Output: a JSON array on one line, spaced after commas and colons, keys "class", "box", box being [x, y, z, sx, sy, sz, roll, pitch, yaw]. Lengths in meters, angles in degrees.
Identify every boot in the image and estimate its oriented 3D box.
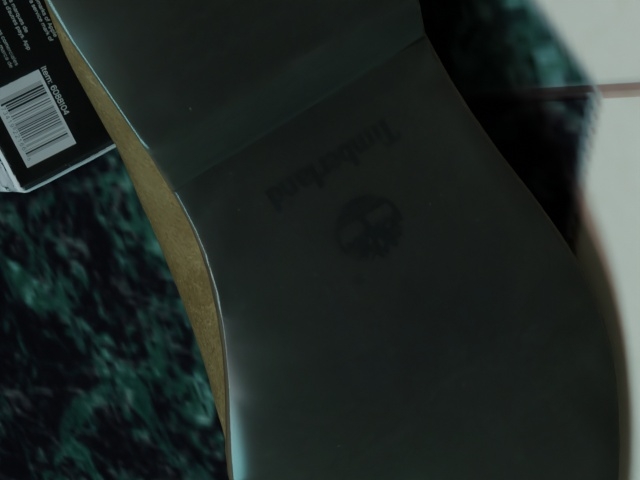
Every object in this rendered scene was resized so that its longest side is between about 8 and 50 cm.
[{"class": "boot", "box": [0.000, 0.000, 0.451, 0.305, 0.112, 0.115, 68, 171, -22]}]

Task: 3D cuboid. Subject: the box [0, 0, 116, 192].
[{"class": "box", "box": [-0.135, -0.114, 0.499, 0.207, 0.036, 0.114, 64, 165, -10]}]
